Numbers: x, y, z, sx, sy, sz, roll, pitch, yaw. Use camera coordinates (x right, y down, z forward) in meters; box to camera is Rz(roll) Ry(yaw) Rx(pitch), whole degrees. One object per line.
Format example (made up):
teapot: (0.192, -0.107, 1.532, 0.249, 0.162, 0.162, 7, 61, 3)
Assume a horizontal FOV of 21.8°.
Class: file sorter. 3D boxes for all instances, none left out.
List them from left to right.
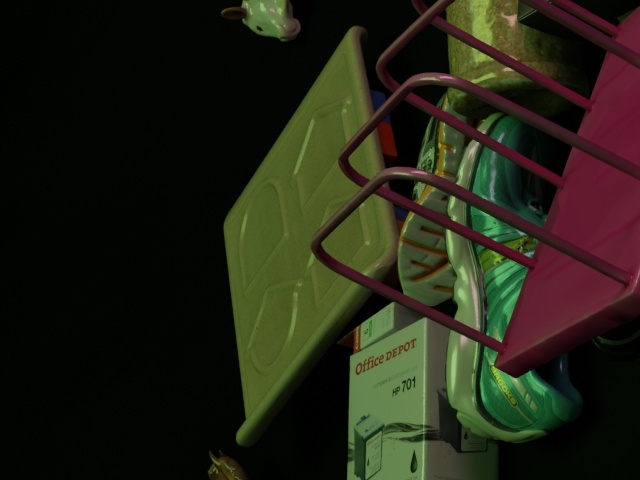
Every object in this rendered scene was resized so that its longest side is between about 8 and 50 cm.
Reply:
file sorter: (0.137, -0.096, 1.079, 0.290, 0.182, 0.202, -67, 10, -23)

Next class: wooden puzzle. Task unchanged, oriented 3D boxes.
wooden puzzle: (0.000, 0.000, 1.727, 0.322, 0.081, 0.347, -54, 29, 41)

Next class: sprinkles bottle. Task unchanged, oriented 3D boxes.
sprinkles bottle: (0.158, -0.285, 1.408, 0.121, 0.121, 0.355, -24, 65, 60)

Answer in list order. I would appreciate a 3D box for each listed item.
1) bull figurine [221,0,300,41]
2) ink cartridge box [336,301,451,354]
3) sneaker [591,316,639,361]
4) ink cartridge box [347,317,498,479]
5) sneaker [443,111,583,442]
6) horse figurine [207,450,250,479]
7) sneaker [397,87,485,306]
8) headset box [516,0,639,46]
bull figurine: (-0.041, -0.395, 1.967, 0.188, 0.101, 0.310, -31, 53, 53)
ink cartridge box: (0.067, 0.094, 1.544, 0.115, 0.063, 0.029, -40, 42, 53)
sneaker: (0.244, -0.014, 1.206, 0.217, 0.079, 0.121, -58, -25, -19)
ink cartridge box: (0.088, 0.178, 1.440, 0.140, 0.082, 0.190, -35, 50, 56)
sneaker: (0.172, 0.026, 1.348, 0.110, 0.107, 0.275, -14, 69, 42)
horse figurine: (-0.065, 0.343, 1.709, 0.263, 0.066, 0.174, -142, 61, -66)
sneaker: (0.119, -0.045, 1.496, 0.083, 0.084, 0.214, -153, 80, -78)
headset box: (0.256, -0.292, 1.267, 0.218, 0.110, 0.293, -26, 56, 60)
